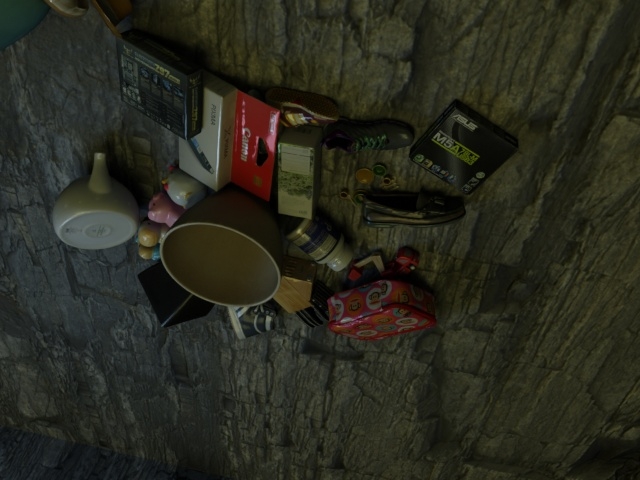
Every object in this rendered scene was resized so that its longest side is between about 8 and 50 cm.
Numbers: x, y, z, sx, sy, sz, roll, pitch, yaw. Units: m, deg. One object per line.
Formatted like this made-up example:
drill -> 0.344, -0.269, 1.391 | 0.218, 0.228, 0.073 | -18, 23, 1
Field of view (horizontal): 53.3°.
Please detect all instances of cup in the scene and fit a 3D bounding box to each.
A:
cup -> -0.242, -0.010, 1.752 | 0.331, 0.237, 0.331 | 8, 137, 8

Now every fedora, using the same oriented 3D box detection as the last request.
fedora -> -0.471, -0.545, 1.402 | 0.079, 0.194, 0.194 | -34, 125, -6

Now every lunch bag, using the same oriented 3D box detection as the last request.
lunch bag -> 0.192, 0.217, 1.909 | 0.293, 0.120, 0.258 | -20, 149, 36

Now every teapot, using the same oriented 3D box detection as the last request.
teapot -> -0.646, -0.101, 1.832 | 0.256, 0.187, 0.252 | -23, 152, 13

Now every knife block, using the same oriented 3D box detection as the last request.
knife block -> -0.091, 0.164, 1.983 | 0.276, 0.088, 0.242 | 12, 134, 4

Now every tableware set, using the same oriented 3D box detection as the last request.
tableware set -> 0.121, -0.141, 1.679 | 0.154, 0.024, 0.104 | -22, 123, 32

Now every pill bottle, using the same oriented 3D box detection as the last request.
pill bottle -> 0.000, 0.000, 1.786 | 0.187, 0.112, 0.112 | 40, 130, -22

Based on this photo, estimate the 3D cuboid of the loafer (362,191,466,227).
loafer -> 0.237, -0.086, 1.644 | 0.268, 0.096, 0.084 | -4, 125, 12

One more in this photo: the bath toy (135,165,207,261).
bath toy -> -0.438, -0.080, 1.833 | 0.129, 0.151, 0.348 | 51, 135, 16

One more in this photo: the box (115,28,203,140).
box -> -0.384, -0.372, 1.521 | 0.233, 0.059, 0.183 | 31, 139, 19

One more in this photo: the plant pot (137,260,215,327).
plant pot -> -0.404, 0.127, 1.934 | 0.167, 0.187, 0.188 | -40, 74, 32

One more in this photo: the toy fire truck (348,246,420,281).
toy fire truck -> 0.182, 0.072, 1.847 | 0.135, 0.047, 0.192 | 30, 134, -13

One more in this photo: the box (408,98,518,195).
box -> 0.340, -0.218, 1.529 | 0.191, 0.045, 0.184 | 30, 136, -14

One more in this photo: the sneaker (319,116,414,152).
sneaker -> 0.112, -0.237, 1.538 | 0.224, 0.098, 0.083 | 6, 134, 11

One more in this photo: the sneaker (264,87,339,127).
sneaker -> -0.045, -0.309, 1.544 | 0.185, 0.069, 0.084 | 18, 144, 7

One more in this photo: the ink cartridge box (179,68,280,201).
ink cartridge box -> -0.236, -0.248, 1.591 | 0.261, 0.066, 0.296 | 31, 138, 18

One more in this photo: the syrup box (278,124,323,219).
syrup box -> -0.053, -0.176, 1.645 | 0.093, 0.096, 0.237 | 11, 135, 8

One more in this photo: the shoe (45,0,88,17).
shoe -> -0.553, -0.533, 1.341 | 0.058, 0.219, 0.076 | -11, 84, 16

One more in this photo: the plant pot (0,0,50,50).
plant pot -> -0.716, -0.555, 1.353 | 0.235, 0.293, 0.293 | -17, 127, 14

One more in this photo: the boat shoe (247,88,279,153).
boat shoe -> -0.170, -0.288, 1.592 | 0.083, 0.065, 0.183 | -5, 132, 18

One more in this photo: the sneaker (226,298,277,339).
sneaker -> -0.226, 0.182, 2.037 | 0.153, 0.099, 0.282 | -11, 116, 4
